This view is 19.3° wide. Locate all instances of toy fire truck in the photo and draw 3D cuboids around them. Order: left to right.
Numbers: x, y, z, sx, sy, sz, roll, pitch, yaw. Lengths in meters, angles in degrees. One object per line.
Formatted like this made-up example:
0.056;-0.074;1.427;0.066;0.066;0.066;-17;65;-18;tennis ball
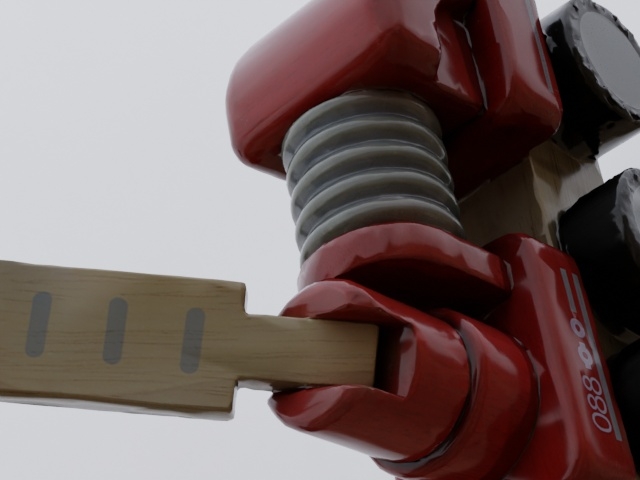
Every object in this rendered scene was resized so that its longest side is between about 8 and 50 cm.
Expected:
0.000;0.000;0.636;0.158;0.217;0.246;-33;-38;32;toy fire truck
